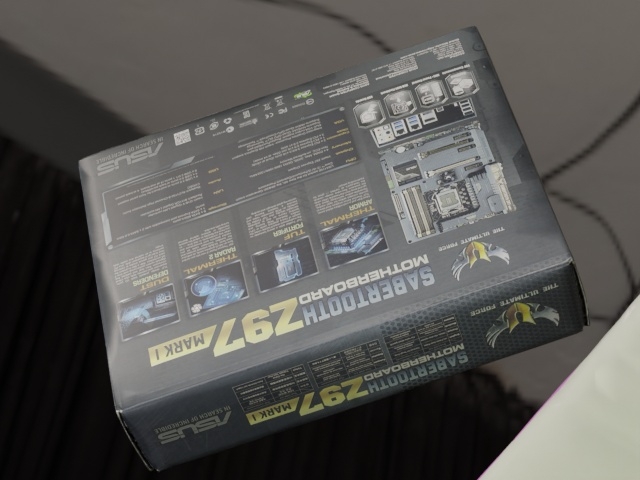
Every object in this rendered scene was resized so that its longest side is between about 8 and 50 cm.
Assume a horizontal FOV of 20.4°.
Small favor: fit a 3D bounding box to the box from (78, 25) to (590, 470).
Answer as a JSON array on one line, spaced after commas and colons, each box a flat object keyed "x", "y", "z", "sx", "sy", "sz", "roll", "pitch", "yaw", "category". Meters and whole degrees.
[{"x": 0.000, "y": 0.000, "z": 0.910, "sx": 0.232, "sy": 0.183, "sz": 0.059, "roll": -20, "pitch": 136, "yaw": 3, "category": "box"}]

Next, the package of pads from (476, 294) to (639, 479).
[{"x": 0.112, "y": 0.128, "z": 0.572, "sx": 0.101, "sy": 0.296, "sz": 0.229, "roll": 30, "pitch": 143, "yaw": 27, "category": "package of pads"}]
